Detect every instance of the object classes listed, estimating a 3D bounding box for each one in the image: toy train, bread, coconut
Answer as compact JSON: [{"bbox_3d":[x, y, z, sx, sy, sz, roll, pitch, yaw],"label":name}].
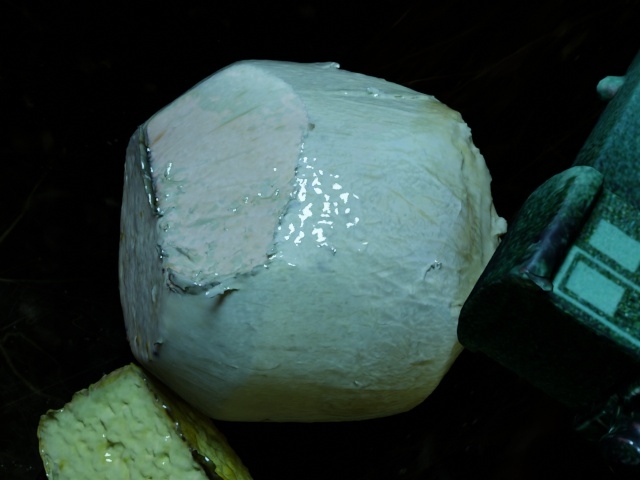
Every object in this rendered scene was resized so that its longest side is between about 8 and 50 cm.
[{"bbox_3d":[0.220,-0.014,0.677,0.330,0.178,0.138,-56,-5,-27],"label":"toy train"},{"bbox_3d":[-0.146,0.246,1.107,0.160,0.260,0.147,-42,-8,10],"label":"bread"},{"bbox_3d":[0.000,0.000,1.085,0.346,0.360,0.346,180,90,-70],"label":"coconut"}]
